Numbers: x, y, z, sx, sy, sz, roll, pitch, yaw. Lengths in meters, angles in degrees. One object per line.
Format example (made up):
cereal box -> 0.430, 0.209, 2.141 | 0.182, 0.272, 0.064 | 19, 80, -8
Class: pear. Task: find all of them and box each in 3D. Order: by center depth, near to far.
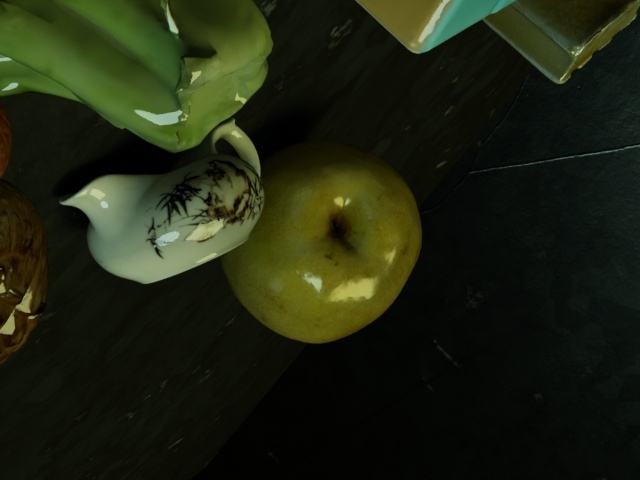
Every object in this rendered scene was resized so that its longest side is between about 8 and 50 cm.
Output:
pear -> 0.000, 0.000, 1.614 | 0.314, 0.314, 0.314 | -44, 168, -11

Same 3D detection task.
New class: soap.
soap -> 0.259, -0.344, 1.394 | 0.173, 0.274, 0.089 | -41, 166, -24

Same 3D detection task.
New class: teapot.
teapot -> -0.164, -0.046, 1.294 | 0.208, 0.166, 0.299 | -33, -171, 37

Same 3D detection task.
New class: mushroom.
mushroom -> -0.342, 0.048, 0.928 | 0.253, 0.153, 0.253 | -37, 165, -12

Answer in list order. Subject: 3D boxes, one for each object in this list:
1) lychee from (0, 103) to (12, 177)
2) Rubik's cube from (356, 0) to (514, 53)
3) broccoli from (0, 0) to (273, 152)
lychee -> -0.280, -0.074, 0.833 | 0.114, 0.101, 0.140 | -52, 165, -22
Rubik's cube -> 0.103, -0.359, 0.755 | 0.290, 0.291, 0.291 | -35, 165, -43
broccoli -> -0.154, -0.156, 0.547 | 0.293, 0.281, 0.348 | -50, 172, 31
